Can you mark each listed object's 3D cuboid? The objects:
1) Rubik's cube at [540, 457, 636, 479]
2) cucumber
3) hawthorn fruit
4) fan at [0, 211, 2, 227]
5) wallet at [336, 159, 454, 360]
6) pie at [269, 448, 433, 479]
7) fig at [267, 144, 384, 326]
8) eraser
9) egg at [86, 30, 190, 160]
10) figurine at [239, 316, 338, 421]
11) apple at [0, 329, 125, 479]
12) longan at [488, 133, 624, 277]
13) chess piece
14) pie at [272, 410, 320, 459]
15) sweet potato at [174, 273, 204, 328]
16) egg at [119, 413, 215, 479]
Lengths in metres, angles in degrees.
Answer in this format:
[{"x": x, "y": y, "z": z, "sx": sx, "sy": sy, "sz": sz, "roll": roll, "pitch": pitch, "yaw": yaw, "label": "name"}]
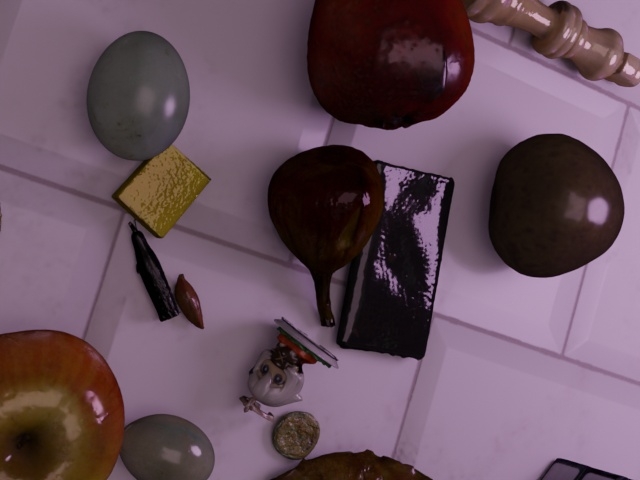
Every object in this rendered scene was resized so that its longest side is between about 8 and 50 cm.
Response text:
[{"x": 0.494, "y": 0.599, "z": 1.845, "sx": 0.305, "sy": 0.301, "sz": 0.303, "roll": 46, "pitch": 73, "yaw": -18, "label": "Rubik's cube"}, {"x": -0.261, "y": 0.046, "z": 1.648, "sx": 0.039, "sy": 0.043, "sz": 0.163, "roll": -25, "pitch": 97, "yaw": -14, "label": "cucumber"}, {"x": 0.103, "y": -0.327, "z": 1.696, "sx": 0.265, "sy": 0.265, "sz": 0.307, "roll": -8, "pitch": 87, "yaw": -24, "label": "hawthorn fruit"}, {"x": -0.551, "y": -0.070, "z": 1.533, "sx": 0.230, "sy": 0.011, "sz": 0.335, "roll": 31, "pitch": 80, "yaw": -21, "label": "fan"}, {"x": 0.126, "y": 0.034, "z": 1.818, "sx": 0.171, "sy": 0.044, "sz": 0.321, "roll": 11, "pitch": 89, "yaw": -26, "label": "wallet"}, {"x": 0.064, "y": 0.486, "z": 1.742, "sx": 0.355, "sy": 0.103, "sz": 0.288, "roll": 16, "pitch": 81, "yaw": -2, "label": "pie"}, {"x": 0.031, "y": -0.007, "z": 1.709, "sx": 0.191, "sy": 0.191, "sz": 0.290, "roll": -23, "pitch": 100, "yaw": -22, "label": "fig"}, {"x": -0.243, "y": -0.079, "z": 1.651, "sx": 0.097, "sy": 0.045, "sz": 0.122, "roll": 45, "pitch": 73, "yaw": -17, "label": "eraser"}, {"x": -0.266, "y": -0.213, "z": 1.583, "sx": 0.149, "sy": 0.149, "sz": 0.192, "roll": 12, "pitch": 84, "yaw": -24, "label": "egg"}, {"x": -0.061, "y": 0.216, "z": 1.706, "sx": 0.132, "sy": 0.132, "sz": 0.153, "roll": 38, "pitch": 88, "yaw": -20, "label": "figurine"}, {"x": -0.408, "y": 0.259, "z": 1.479, "sx": 0.286, "sy": 0.233, "sz": 0.285, "roll": -2, "pitch": 95, "yaw": -22, "label": "apple"}, {"x": 0.399, "y": -0.064, "z": 1.856, "sx": 0.246, "sy": 0.215, "sz": 0.246, "roll": -3, "pitch": 64, "yaw": 7, "label": "longan"}, {"x": 0.423, "y": -0.375, "z": 1.916, "sx": 0.397, "sy": 0.117, "sz": 0.117, "roll": 22, "pitch": 82, "yaw": -25, "label": "chess piece"}, {"x": -0.040, "y": 0.316, "z": 1.758, "sx": 0.084, "sy": 0.021, "sz": 0.084, "roll": -1, "pitch": 93, "yaw": -21, "label": "pie"}, {"x": -0.204, "y": 0.097, "z": 1.676, "sx": 0.034, "sy": 0.034, "sz": 0.095, "roll": -26, "pitch": 98, "yaw": -22, "label": "sweet potato"}, {"x": -0.232, "y": 0.319, "z": 1.621, "sx": 0.152, "sy": 0.114, "sz": 0.114, "roll": 29, "pitch": 79, "yaw": -20, "label": "egg"}]
